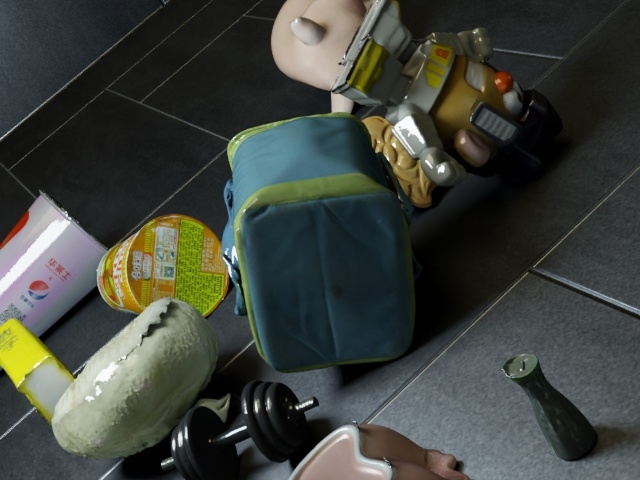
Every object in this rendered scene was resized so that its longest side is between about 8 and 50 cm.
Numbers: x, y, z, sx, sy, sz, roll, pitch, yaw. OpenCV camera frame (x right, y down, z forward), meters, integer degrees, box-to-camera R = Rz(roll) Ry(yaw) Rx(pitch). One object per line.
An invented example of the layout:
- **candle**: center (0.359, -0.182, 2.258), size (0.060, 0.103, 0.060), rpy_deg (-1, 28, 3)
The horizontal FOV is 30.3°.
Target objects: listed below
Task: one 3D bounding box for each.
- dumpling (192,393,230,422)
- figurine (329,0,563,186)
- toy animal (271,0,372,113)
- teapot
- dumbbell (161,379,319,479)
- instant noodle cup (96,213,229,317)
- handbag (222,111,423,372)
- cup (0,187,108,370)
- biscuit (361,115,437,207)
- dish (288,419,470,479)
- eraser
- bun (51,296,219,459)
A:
- **dumpling**: center (-0.144, 0.220, 1.470), size (0.077, 0.043, 0.059), rpy_deg (-64, 16, -17)
- **figurine**: center (0.159, -0.180, 1.495), size (0.308, 0.308, 0.143), rpy_deg (-53, 8, -30)
- **toy animal**: center (0.028, -0.350, 2.070), size (0.213, 0.195, 0.256), rpy_deg (-34, 22, -11)
- **teapot**: center (0.203, 0.147, 1.058), size (0.043, 0.110, 0.043), rpy_deg (-30, 27, 17)
- **dumbbell**: center (-0.093, 0.219, 1.335), size (0.209, 0.099, 0.099), rpy_deg (-26, 27, 20)
- **instant noodle cup**: center (-0.251, 0.050, 1.784), size (0.168, 0.168, 0.185), rpy_deg (-50, 20, -25)
- **handbag**: center (0.000, 0.000, 1.406), size (0.222, 0.263, 0.241), rpy_deg (-12, 28, 1)
- **cup**: center (-0.506, 0.078, 2.031), size (0.288, 0.203, 0.203), rpy_deg (-48, 26, -7)
- **biscuit**: center (0.098, -0.110, 1.608), size (0.250, 0.035, 0.162), rpy_deg (-18, 62, -6)
- **dish**: center (0.038, 0.249, 1.124), size (0.213, 0.090, 0.213), rpy_deg (-30, 26, 16)
- **eraser**: center (-0.385, 0.203, 1.675), size (0.069, 0.158, 0.226), rpy_deg (-46, 26, -12)
- **bun**: center (-0.231, 0.189, 1.503), size (0.239, 0.141, 0.239), rpy_deg (-44, 5, 5)
